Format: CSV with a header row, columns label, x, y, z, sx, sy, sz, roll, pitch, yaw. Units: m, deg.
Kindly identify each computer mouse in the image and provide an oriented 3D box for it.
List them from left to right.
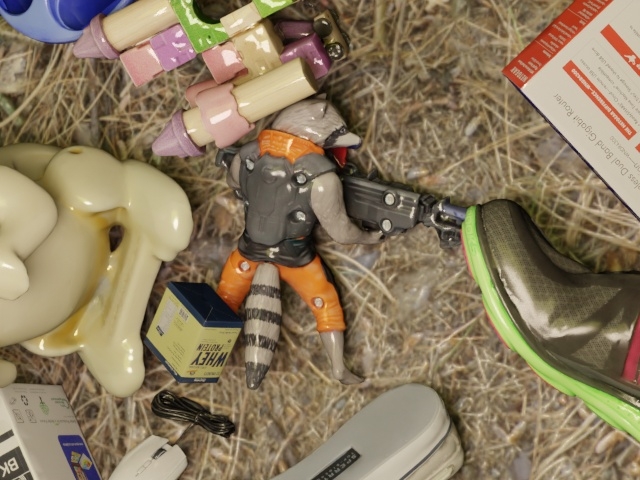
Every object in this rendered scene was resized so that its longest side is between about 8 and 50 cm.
label,x,y,z,sx,sy,sz,roll,pitch,yaw
computer mouse,-0.193,0.262,1.793,0.106,0.042,0.193,28,64,18

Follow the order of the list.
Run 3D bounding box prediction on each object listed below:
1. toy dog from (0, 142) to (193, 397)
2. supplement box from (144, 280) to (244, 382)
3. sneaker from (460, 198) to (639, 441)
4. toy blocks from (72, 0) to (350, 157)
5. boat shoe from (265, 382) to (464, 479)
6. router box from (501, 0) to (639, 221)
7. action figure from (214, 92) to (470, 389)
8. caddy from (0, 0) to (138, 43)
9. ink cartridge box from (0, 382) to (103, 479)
label,x,y,z,sx,sy,sz,roll,pitch,yaw
toy dog,-0.406,-0.006,1.709,0.395,0.408,0.284,52,128,34
supplement box,-0.142,0.103,1.720,0.083,0.056,0.083,44,118,41
sneaker,0.354,0.105,1.610,0.483,0.185,0.202,39,106,7
toy blocks,-0.155,-0.247,1.710,0.260,0.309,0.288,-25,102,16
boat shoe,0.008,0.319,1.705,0.367,0.156,0.136,-37,35,-10
router box,0.408,-0.157,1.588,0.301,0.082,0.335,-43,110,7
action figure,0.000,0.000,1.738,0.341,0.178,0.330,7,97,23
caddy,-0.270,-0.396,1.850,0.241,0.179,0.341,17,91,27
ink cartridge box,-0.296,0.324,1.790,0.065,0.165,0.332,-31,74,12
